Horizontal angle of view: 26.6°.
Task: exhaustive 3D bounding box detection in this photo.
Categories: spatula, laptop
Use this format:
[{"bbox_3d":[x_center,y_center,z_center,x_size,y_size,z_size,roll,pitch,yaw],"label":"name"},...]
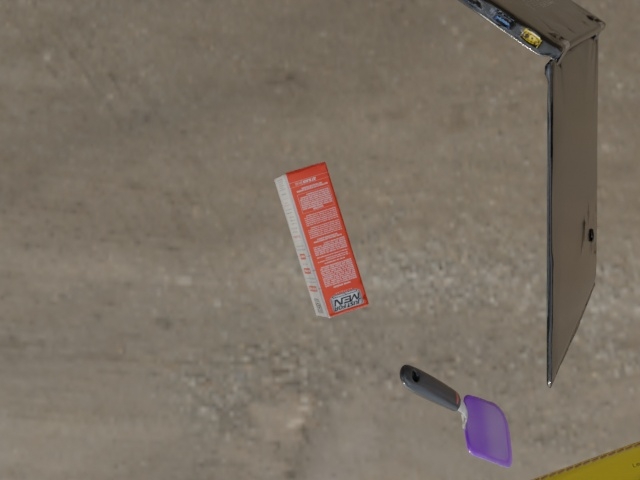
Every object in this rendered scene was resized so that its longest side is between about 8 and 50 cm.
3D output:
[{"bbox_3d":[0.164,0.201,1.633,0.030,0.084,0.296,-15,151,23],"label":"spatula"},{"bbox_3d":[0.135,-0.126,1.253,0.408,0.382,0.236,36,109,7],"label":"laptop"}]

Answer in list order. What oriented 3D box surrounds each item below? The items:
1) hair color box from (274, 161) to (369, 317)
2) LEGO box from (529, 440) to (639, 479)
[{"bbox_3d":[0.000,0.000,1.288,0.043,0.141,0.072,-17,-178,-10],"label":"hair color box"},{"bbox_3d":[0.150,0.308,0.637,0.500,0.372,0.193,-21,129,8],"label":"LEGO box"}]
